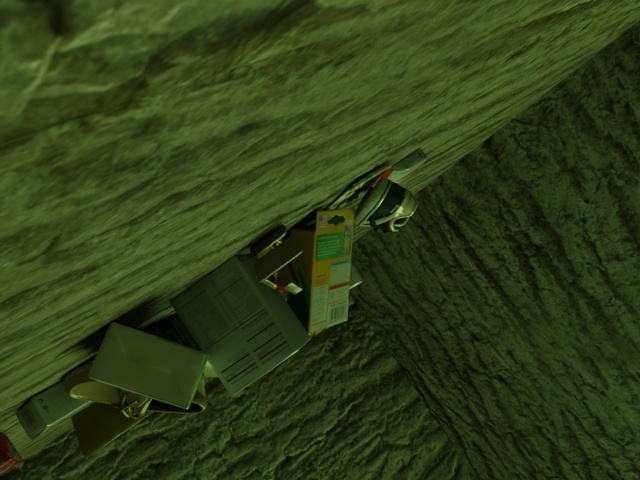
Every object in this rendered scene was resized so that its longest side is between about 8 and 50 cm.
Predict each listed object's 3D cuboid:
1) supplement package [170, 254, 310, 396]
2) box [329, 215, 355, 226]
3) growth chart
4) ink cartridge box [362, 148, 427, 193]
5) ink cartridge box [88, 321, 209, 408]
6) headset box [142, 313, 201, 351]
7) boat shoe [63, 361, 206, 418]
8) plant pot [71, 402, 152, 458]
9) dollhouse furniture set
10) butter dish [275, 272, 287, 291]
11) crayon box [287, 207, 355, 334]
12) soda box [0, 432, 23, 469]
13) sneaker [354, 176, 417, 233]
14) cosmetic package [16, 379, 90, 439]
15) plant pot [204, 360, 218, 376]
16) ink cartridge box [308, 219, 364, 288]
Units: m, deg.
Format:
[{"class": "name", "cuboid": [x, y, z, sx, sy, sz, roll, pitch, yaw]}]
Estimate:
[{"class": "supplement package", "cuboid": [-0.187, 0.197, 1.534, 0.198, 0.263, 0.199, -35, 175, 6]}, {"class": "box", "cuboid": [0.000, 0.000, 2.121, 0.244, 0.060, 0.100, -36, 176, 20]}, {"class": "growth chart", "cuboid": [0.098, -0.135, 1.681, 0.172, 0.021, 0.237, -33, 176, -31]}, {"class": "ink cartridge box", "cuboid": [0.216, -0.188, 1.845, 0.179, 0.045, 0.145, -36, 175, -12]}, {"class": "ink cartridge box", "cuboid": [-0.363, 0.280, 1.377, 0.353, 0.207, 0.119, 130, -21, -73]}, {"class": "headset box", "cuboid": [-0.439, 0.313, 1.773, 0.246, 0.131, 0.283, -36, 176, 22]}, {"class": "boat shoe", "cuboid": [-0.442, 0.365, 1.528, 0.340, 0.110, 0.122, 6, 134, -24]}, {"class": "plant pot", "cuboid": [-0.617, 0.478, 1.856, 0.212, 0.187, 0.212, -38, 175, 38]}, {"class": "dollhouse furniture set", "cuboid": [-0.069, 0.037, 1.491, 0.123, 0.144, 0.151, -36, 139, 16]}, {"class": "butter dish", "cuboid": [-0.054, 0.083, 1.803, 0.160, 0.118, 0.160, -71, -174, -47]}, {"class": "crayon box", "cuboid": [0.002, 0.072, 1.706, 0.083, 0.323, 0.203, 9, -171, 32]}, {"class": "soda box", "cuboid": [-0.859, 0.571, 1.672, 0.083, 0.092, 0.263, -33, 175, -27]}, {"class": "sneaker", "cuboid": [0.174, -0.082, 1.747, 0.126, 0.127, 0.321, -63, -176, -7]}, {"class": "cosmetic package", "cuboid": [-0.618, 0.388, 1.568, 0.117, 0.086, 0.231, -37, 174, 38]}, {"class": "plant pot", "cuboid": [-0.381, 0.349, 2.111, 0.256, 0.257, 0.274, -37, 158, 30]}, {"class": "ink cartridge box", "cuboid": [0.038, 0.048, 1.905, 0.092, 0.218, 0.158, -30, 176, 6]}]
